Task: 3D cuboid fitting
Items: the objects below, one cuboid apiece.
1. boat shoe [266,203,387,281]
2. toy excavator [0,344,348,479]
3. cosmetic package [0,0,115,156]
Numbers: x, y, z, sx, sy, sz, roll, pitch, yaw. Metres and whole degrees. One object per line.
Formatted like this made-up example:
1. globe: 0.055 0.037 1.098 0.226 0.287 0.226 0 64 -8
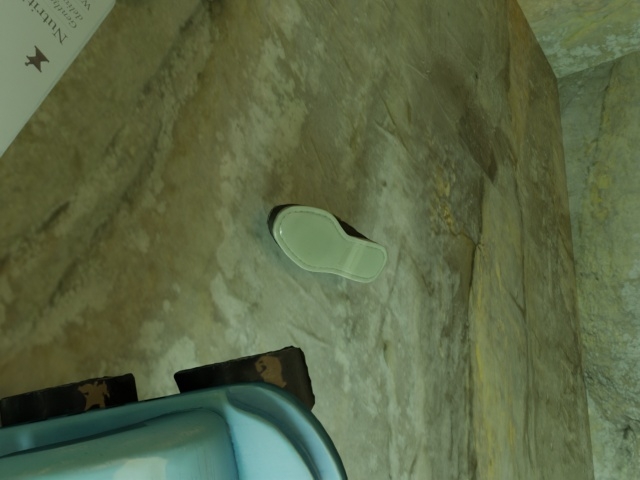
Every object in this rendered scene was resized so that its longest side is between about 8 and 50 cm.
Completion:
1. boat shoe: 0.000 0.000 1.037 0.228 0.069 0.081 26 94 -47
2. toy excavator: -0.199 0.201 0.425 0.445 0.433 0.222 61 18 -81
3. cosmetic package: -0.316 -0.116 0.480 0.217 0.156 0.385 52 36 -36
